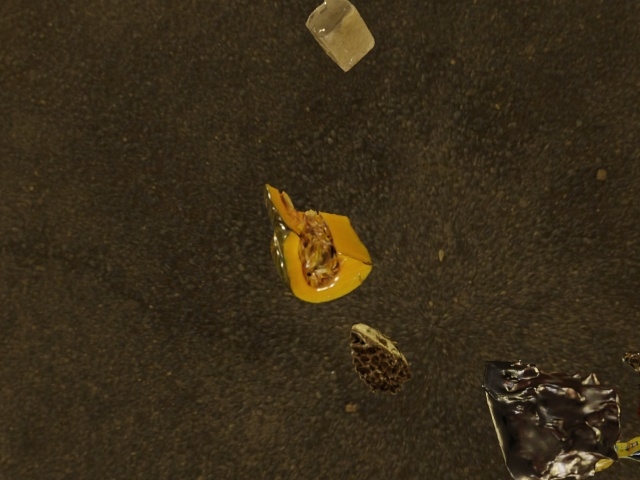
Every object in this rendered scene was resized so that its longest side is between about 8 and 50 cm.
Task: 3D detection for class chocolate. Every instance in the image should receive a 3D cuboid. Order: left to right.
[{"bbox_3d":[0.403,0.288,0.911,0.177,0.206,0.224,-25,63,33],"label":"chocolate"}]

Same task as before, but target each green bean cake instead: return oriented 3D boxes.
[{"bbox_3d":[0.050,-0.502,1.359,0.109,0.179,0.085,-45,67,10],"label":"green bean cake"}]

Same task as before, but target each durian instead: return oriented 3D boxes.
[{"bbox_3d":[0.071,0.142,0.653,0.052,0.130,0.066,-43,39,8],"label":"durian"}]

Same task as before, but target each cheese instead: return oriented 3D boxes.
[{"bbox_3d":[0.587,0.436,1.164,0.250,0.156,0.064,-13,86,27],"label":"cheese"}]

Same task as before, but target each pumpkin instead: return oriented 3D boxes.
[{"bbox_3d":[0.001,0.001,1.113,0.190,0.280,0.139,-17,54,-11],"label":"pumpkin"}]

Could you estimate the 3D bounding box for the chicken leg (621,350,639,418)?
[{"bbox_3d":[0.593,0.297,0.953,0.051,0.106,0.253,-34,81,-24],"label":"chicken leg"}]
